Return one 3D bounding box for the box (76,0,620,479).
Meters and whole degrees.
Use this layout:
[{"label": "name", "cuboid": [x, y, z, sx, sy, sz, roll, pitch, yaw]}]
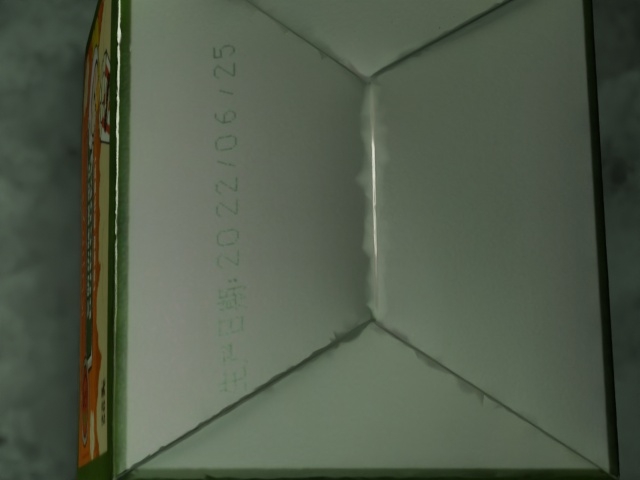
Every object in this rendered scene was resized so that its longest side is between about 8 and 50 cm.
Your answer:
[{"label": "box", "cuboid": [0.000, 0.000, 0.544, 0.178, 0.148, 0.194, 1, 79, -13]}]
